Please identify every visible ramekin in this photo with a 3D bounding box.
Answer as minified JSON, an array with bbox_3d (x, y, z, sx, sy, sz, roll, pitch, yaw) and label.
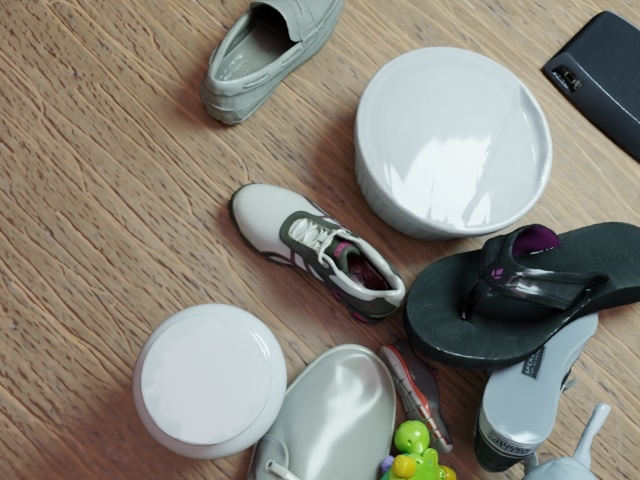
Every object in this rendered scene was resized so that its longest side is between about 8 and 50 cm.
[{"bbox_3d":[0.171,-0.121,0.812,0.272,0.127,0.273,2,74,-7],"label":"ramekin"}]

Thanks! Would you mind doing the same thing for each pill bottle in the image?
[{"bbox_3d":[-0.115,0.150,0.619,0.152,0.272,0.152,2,74,-8],"label":"pill bottle"}]

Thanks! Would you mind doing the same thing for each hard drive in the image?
[{"bbox_3d":[0.507,-0.249,0.934,0.254,0.054,0.172,45,73,5],"label":"hard drive"}]

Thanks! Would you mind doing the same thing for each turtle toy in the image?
[{"bbox_3d":[0.109,0.285,0.697,0.095,0.066,0.130,26,70,-29],"label":"turtle toy"}]

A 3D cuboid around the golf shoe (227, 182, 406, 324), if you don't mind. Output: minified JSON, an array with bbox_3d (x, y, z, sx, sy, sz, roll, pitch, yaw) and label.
[{"bbox_3d":[0.000,0.000,0.759,0.273,0.120,0.105,34,74,3],"label":"golf shoe"}]

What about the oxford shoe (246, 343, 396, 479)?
[{"bbox_3d":[-0.034,0.325,0.660,0.169,0.130,0.449,31,71,3],"label":"oxford shoe"}]

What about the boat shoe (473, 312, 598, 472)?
[{"bbox_3d":[0.278,0.167,0.757,0.113,0.105,0.306,22,46,15],"label":"boat shoe"}]

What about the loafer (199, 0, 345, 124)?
[{"bbox_3d":[-0.057,-0.306,0.837,0.112,0.111,0.319,33,73,1],"label":"loafer"}]

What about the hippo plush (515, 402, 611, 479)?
[{"bbox_3d":[0.282,0.400,0.675,0.236,0.234,0.294,56,31,-9],"label":"hippo plush"}]

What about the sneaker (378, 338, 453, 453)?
[{"bbox_3d":[0.140,0.198,0.757,0.065,0.061,0.158,-25,81,-23],"label":"sneaker"}]

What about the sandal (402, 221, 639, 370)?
[{"bbox_3d":[0.294,0.033,0.746,0.445,0.107,0.167,-16,45,-25],"label":"sandal"}]
